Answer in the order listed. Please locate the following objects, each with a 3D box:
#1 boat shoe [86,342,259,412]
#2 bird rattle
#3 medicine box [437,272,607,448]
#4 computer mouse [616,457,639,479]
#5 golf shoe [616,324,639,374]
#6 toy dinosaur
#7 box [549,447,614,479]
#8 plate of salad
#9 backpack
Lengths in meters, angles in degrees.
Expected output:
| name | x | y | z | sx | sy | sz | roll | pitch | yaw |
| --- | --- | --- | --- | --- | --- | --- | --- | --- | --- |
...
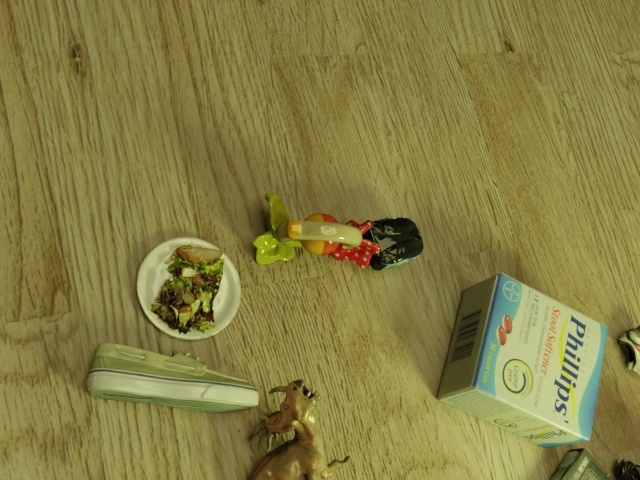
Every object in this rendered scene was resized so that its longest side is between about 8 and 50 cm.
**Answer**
| name | x | y | z | sx | sy | sz | roll | pitch | yaw |
| --- | --- | --- | --- | --- | --- | --- | --- | --- | --- |
| boat shoe | -0.252 | 0.240 | 1.490 | 0.302 | 0.109 | 0.094 | 11 | 66 | -18 |
| bird rattle | 0.000 | 0.000 | 1.647 | 0.254 | 0.207 | 0.143 | 14 | 85 | -10 |
| medicine box | 0.424 | 0.253 | 1.771 | 0.289 | 0.149 | 0.263 | 25 | 63 | -14 |
| computer mouse | 0.788 | 0.518 | 1.895 | 0.272 | 0.072 | 0.188 | -28 | 87 | -18 |
| golf shoe | 0.754 | 0.290 | 1.967 | 0.086 | 0.067 | 0.186 | -27 | 89 | 2 |
| toy dinosaur | -0.067 | 0.411 | 1.510 | 0.200 | 0.127 | 0.295 | 34 | 73 | -2 |
| box | 0.537 | 0.577 | 1.759 | 0.183 | 0.056 | 0.231 | 47 | 60 | -4 |
| plate of salad | -0.240 | 0.085 | 1.583 | 0.200 | 0.048 | 0.199 | 9 | 69 | -23 |
| backpack | 0.148 | 0.005 | 1.769 | 0.114 | 0.084 | 0.105 | -13 | 78 | -23 |
